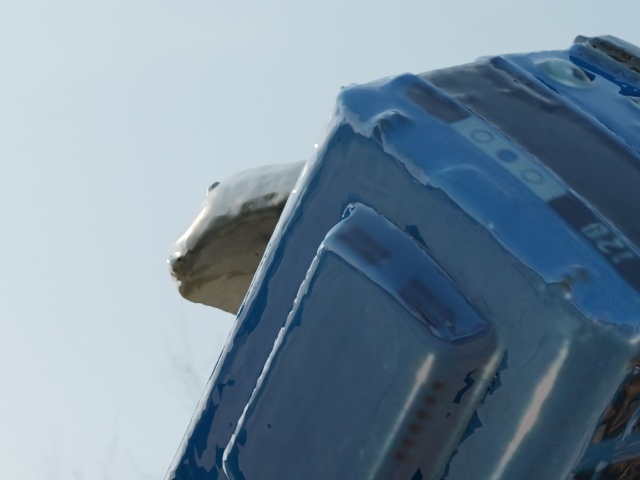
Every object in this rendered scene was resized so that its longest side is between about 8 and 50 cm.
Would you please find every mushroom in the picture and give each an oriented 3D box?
[{"bbox_3d":[-0.001,-0.002,1.120,0.099,0.096,0.278,-5,-4,-35],"label":"mushroom"}]

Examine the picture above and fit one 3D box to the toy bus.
[{"bbox_3d":[0.025,0.054,0.405,0.106,0.090,0.184,-5,-51,-44],"label":"toy bus"}]
